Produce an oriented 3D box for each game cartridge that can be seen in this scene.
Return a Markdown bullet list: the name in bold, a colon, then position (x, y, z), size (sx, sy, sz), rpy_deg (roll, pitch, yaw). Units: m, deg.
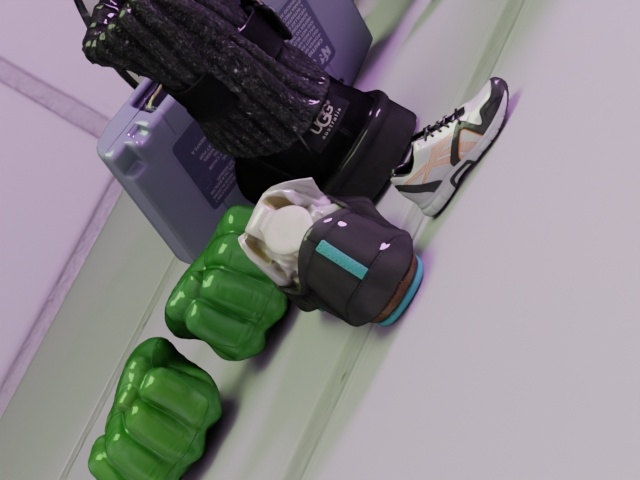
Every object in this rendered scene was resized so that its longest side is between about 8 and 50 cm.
- **game cartridge**: position (-0.071, -0.130, 1.826), size (0.060, 0.196, 0.294), rpy_deg (21, 66, 41)

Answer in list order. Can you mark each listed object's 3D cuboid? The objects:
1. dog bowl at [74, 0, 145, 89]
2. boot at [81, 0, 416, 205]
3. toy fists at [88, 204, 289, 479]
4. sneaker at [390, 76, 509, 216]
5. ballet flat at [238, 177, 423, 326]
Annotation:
- **dog bowl**: position (-0.130, -0.358, 2.235), size (0.150, 0.408, 0.408), rpy_deg (-12, 38, 27)
- **boot**: position (-0.077, -0.130, 1.654), size (0.131, 0.260, 0.348), rpy_deg (-62, 11, -10)
- **toy fists**: position (-0.104, 0.092, 1.640), size (0.279, 0.096, 0.142), rpy_deg (-58, 12, 1)
- **sneaker**: position (0.087, -0.068, 1.329), size (0.109, 0.044, 0.040), rpy_deg (-55, 10, 18)
- **ballet flat**: position (0.000, 0.000, 1.405), size (0.095, 0.096, 0.280), rpy_deg (-61, 11, -5)
